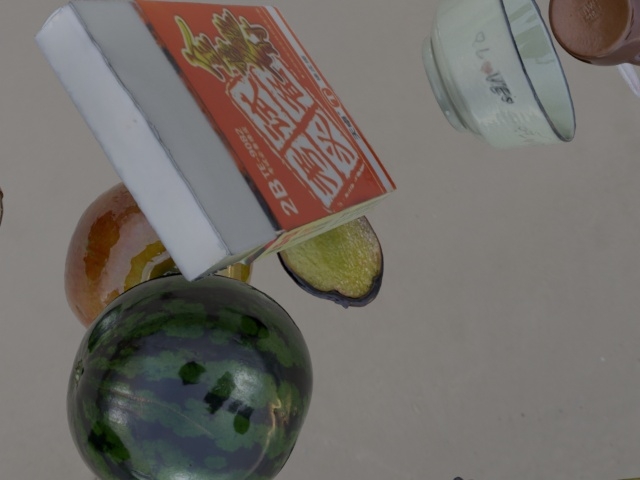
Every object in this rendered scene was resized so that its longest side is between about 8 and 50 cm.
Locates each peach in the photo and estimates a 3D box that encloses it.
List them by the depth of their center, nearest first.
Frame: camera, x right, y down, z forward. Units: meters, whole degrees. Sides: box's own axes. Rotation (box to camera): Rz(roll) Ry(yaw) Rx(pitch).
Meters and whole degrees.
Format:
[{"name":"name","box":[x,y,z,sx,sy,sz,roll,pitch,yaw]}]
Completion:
[{"name":"peach","box":[-0.001,0.003,1.731,0.189,0.068,0.279,-4,60,-28]}]

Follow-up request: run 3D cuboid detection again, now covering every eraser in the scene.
[{"name":"eraser","box":[-0.047,-0.070,0.608,0.038,0.230,0.157,-35,85,28]}]

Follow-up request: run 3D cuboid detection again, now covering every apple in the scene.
[{"name":"apple","box":[-0.242,0.033,1.537,0.301,0.301,0.302,-1,103,-5]}]

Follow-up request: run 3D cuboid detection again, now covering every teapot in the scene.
[{"name":"teapot","box":[0.286,-0.233,0.999,0.116,0.116,0.173,-31,82,2]}]

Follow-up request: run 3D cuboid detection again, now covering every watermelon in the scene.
[{"name":"watermelon","box":[-0.154,0.179,1.198,0.285,0.285,0.285,-1,103,-5]}]

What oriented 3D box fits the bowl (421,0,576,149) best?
[{"name":"bowl","box":[0.203,-0.208,1.210,0.126,0.238,0.238,-20,105,23]}]

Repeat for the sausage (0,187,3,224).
[{"name":"sausage","box":[-0.603,-0.105,1.427,0.233,0.233,0.287,-41,60,4]}]

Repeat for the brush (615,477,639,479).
[{"name":"brush","box":[0.360,0.221,0.920,0.205,0.011,0.083,-16,97,31]}]

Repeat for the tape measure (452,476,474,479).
[{"name":"tape measure","box":[0.158,0.291,0.935,0.074,0.125,0.118,-36,142,-15]}]

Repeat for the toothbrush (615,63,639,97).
[{"name":"toothbrush","box":[0.409,-0.319,1.500,0.307,0.029,0.025,48,61,-32]}]
